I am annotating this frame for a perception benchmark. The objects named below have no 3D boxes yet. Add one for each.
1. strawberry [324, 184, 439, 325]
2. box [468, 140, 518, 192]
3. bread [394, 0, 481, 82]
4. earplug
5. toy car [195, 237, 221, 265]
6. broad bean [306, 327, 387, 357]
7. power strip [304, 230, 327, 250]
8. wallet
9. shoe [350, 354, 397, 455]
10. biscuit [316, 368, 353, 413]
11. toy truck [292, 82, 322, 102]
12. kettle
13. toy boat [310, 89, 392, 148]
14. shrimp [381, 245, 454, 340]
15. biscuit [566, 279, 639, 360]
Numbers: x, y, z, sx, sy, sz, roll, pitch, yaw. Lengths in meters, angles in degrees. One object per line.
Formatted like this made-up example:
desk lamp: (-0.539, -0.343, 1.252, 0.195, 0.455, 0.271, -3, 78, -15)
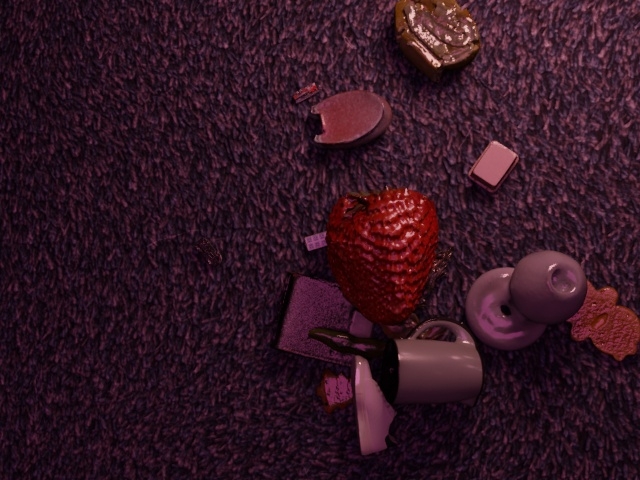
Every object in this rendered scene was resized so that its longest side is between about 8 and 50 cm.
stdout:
strawberry: (0.157, 0.041, 1.839, 0.312, 0.267, 0.351, -6, 89, 47)
box: (0.452, -0.196, 1.899, 0.089, 0.062, 0.122, 36, 93, 10)
bread: (0.295, -0.547, 1.921, 0.257, 0.124, 0.186, 40, 94, 12)
earplug: (0.510, 0.146, 1.811, 0.325, 0.175, 0.214, -38, 80, 36)
toy car: (-0.311, 0.034, 2.033, 0.041, 0.025, 0.093, -44, 77, 6)
broad bean: (0.110, 0.275, 1.899, 0.297, 0.043, 0.060, 9, 96, 0)
power strip: (0.000, 0.000, 1.986, 0.090, 0.016, 0.040, -17, 83, 9)
wallet: (0.012, 0.214, 1.947, 0.262, 0.071, 0.221, 14, 88, 4)
shoe: (0.141, 0.423, 1.890, 0.110, 0.095, 0.265, -4, 99, -3)
biscuit: (0.053, 0.402, 1.948, 0.129, 0.019, 0.120, -6, 85, 9)
toy truck: (-0.037, -0.412, 2.018, 0.083, 0.024, 0.032, -30, 104, 8)
kettle: (0.287, 0.302, 1.827, 0.236, 0.161, 0.221, 3, 78, -9)
toy boat: (0.085, -0.323, 1.974, 0.227, 0.085, 0.155, -11, 75, 20)
shrimp: (0.287, 0.157, 1.911, 0.169, 0.058, 0.296, 41, 97, 3)
biscuit: (0.710, 0.201, 1.840, 0.225, 0.036, 0.166, 35, 98, 10)
